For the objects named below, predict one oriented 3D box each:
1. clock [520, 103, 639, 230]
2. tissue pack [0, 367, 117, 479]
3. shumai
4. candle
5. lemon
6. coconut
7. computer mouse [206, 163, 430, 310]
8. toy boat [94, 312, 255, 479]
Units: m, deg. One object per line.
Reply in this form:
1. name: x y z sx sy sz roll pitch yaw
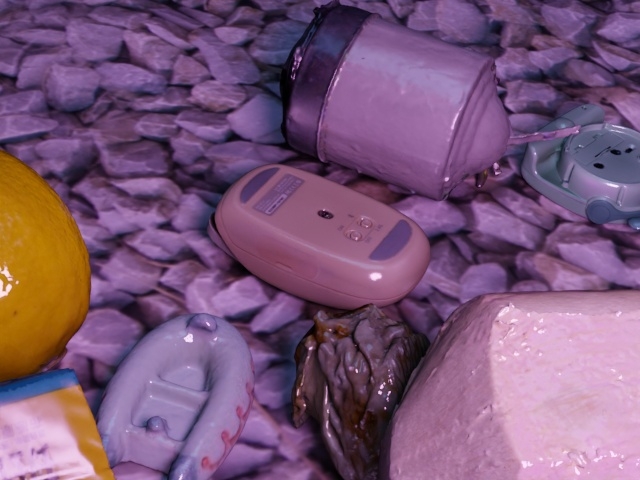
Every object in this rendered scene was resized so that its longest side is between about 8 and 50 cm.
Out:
1. clock: 0.346 -0.082 1.702 0.188 0.060 0.148 34 46 26
2. tissue pack: -0.318 0.201 1.138 0.271 0.192 0.134 -16 88 -26
3. shumai: 0.028 0.150 1.321 0.142 0.184 0.184 -4 35 23
4. candle: 0.125 -0.144 1.641 0.330 0.187 0.187 21 41 13
5. lemon: -0.323 0.042 1.307 0.219 0.240 0.240 43 47 6
6. coconut: 0.199 0.184 1.185 0.309 0.297 0.297 -6 42 -14
7. computer mouse: 0.000 0.000 1.524 0.236 0.082 0.145 21 42 17
8. toy boat: -0.133 0.142 1.339 0.134 0.079 0.208 16 42 12
